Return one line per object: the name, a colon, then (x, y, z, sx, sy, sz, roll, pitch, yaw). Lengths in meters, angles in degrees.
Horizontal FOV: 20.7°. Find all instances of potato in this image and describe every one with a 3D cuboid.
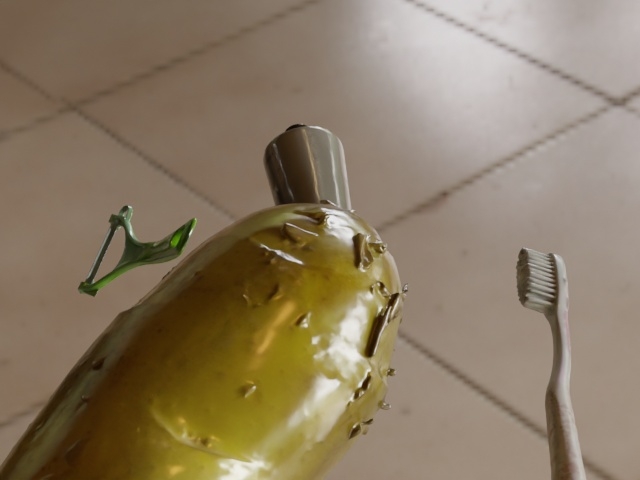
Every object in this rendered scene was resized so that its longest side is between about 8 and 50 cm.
potato: (-0.068, 0.100, 0.932, 0.300, 0.140, 0.173, -49, 9, -23)

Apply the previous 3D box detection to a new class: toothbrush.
toothbrush: (0.134, 0.106, 0.998, 0.030, 0.025, 0.307, 18, 38, -13)

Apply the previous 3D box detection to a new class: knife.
knife: (-0.127, 0.003, 1.295, 0.166, 0.023, 0.078, -10, 59, 58)

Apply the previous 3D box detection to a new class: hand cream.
hand cream: (0.000, 0.000, 1.128, 0.054, 0.087, 0.186, -6, 53, -8)
